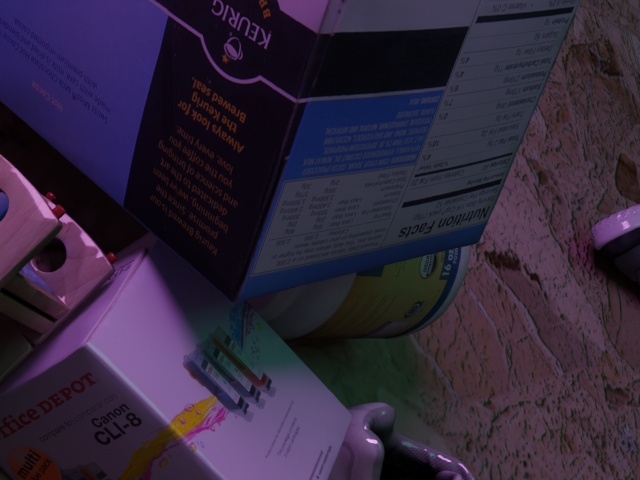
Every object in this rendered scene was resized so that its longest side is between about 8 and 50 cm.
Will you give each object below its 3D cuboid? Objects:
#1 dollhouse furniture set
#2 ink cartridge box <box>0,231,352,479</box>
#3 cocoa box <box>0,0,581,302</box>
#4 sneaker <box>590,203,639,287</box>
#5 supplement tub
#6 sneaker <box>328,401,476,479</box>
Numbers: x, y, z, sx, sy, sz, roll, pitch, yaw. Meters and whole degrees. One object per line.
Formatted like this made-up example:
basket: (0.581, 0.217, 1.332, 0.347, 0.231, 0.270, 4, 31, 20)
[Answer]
dollhouse furniture set: (-0.225, -0.017, 0.783, 0.184, 0.129, 0.129, 44, -5, 11)
ink cartridge box: (-0.095, 0.106, 0.878, 0.176, 0.128, 0.127, 48, 36, -15)
cocoa box: (-0.052, -0.160, 0.901, 0.231, 0.228, 0.347, -13, 42, -46)
sneaker: (0.390, 0.056, 1.565, 0.268, 0.101, 0.153, 20, 47, -47)
supplement tub: (0.000, 0.000, 1.066, 0.200, 0.144, 0.144, 4, 62, -51)
sneaker: (0.079, 0.219, 1.029, 0.292, 0.118, 0.110, 44, 35, -24)
